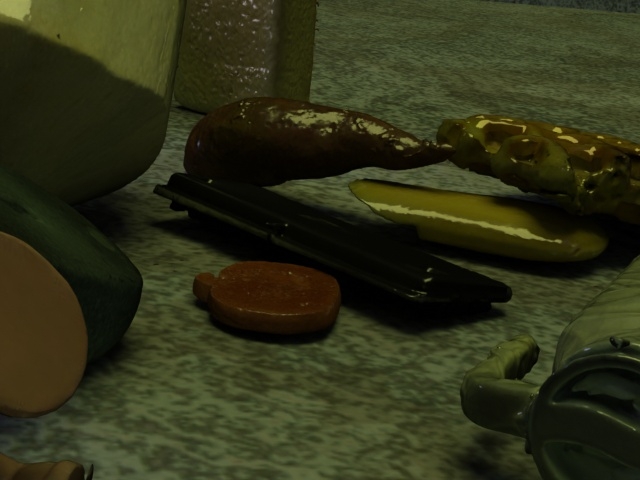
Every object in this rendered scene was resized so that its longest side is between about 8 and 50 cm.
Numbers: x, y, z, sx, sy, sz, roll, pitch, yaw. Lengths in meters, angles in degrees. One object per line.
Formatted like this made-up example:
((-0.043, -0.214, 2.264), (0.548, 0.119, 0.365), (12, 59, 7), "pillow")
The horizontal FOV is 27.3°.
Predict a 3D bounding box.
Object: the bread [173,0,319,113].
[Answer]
((-0.068, -0.201, 1.177), (0.125, 0.188, 0.068), (14, 22, 29), "bread")

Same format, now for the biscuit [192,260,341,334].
((-0.028, 0.030, 0.684), (0.078, 0.015, 0.091), (7, 15, 7), "biscuit")

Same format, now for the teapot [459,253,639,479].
((0.134, 0.050, 0.569), (0.107, 0.077, 0.200), (9, 15, 23), "teapot")

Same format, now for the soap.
((0.102, -0.013, 0.856), (0.168, 0.033, 0.089), (11, 12, 17), "soap")

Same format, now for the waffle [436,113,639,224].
((0.219, -0.041, 0.906), (0.291, 0.051, 0.291), (13, 9, -2), "waffle")

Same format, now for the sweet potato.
((-0.017, -0.068, 0.891), (0.226, 0.068, 0.068), (0, 10, 31), "sweet potato")

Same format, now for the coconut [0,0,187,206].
((-0.184, -0.106, 0.781), (0.202, 0.222, 0.202), (8, -27, 4), "coconut")

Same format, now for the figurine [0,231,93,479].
((-0.200, 0.034, 0.386), (0.275, 0.133, 0.200), (11, 59, 9), "figurine")

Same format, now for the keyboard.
((0.000, 0.000, 0.772), (0.093, 0.025, 0.230), (4, 13, -45), "keyboard")

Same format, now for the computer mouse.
((-0.147, 0.009, 0.539), (0.113, 0.068, 0.229), (40, 2, 20), "computer mouse")
